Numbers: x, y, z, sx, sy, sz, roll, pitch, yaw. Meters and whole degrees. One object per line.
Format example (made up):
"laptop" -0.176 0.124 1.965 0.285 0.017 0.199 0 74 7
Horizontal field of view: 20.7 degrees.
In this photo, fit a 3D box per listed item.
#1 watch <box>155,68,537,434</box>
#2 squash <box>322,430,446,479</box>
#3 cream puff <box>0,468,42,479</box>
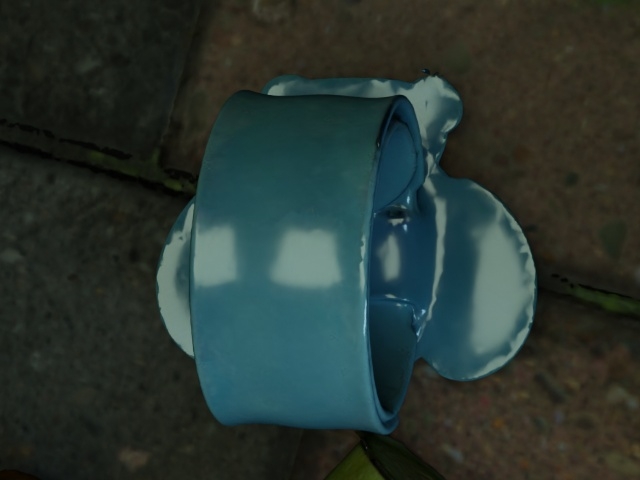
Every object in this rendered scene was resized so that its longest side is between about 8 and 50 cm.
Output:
"watch" 0.000 0.000 0.888 0.211 0.193 0.211 0 89 13
"squash" 0.007 0.197 0.917 0.187 0.123 0.123 -45 78 7
"cream puff" -0.209 0.257 0.926 0.154 0.241 0.269 15 120 20
